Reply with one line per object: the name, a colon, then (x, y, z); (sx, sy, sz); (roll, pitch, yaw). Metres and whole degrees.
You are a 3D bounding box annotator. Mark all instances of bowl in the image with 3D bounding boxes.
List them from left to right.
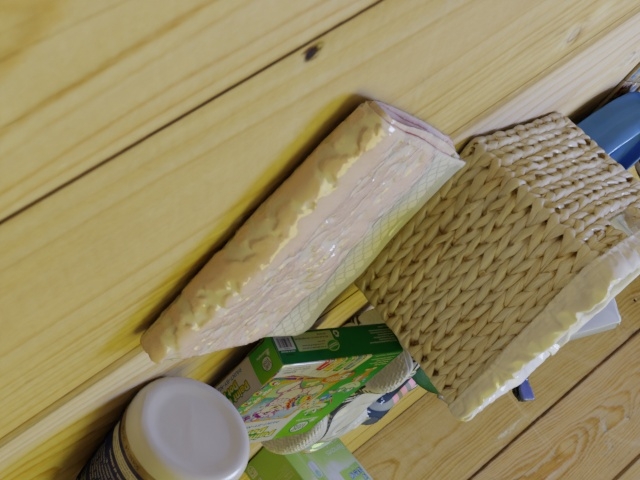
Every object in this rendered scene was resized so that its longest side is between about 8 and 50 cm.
bowl: (0.442, -0.113, 1.575); (0.391, 0.077, 0.391); (-35, 165, -10)

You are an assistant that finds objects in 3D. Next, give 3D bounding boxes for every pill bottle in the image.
pill bottle: (-0.209, 0.296, 1.072); (0.153, 0.153, 0.265); (-18, 152, -53)

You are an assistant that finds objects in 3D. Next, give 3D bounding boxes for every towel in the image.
towel: (0.000, 0.000, 0.956); (0.332, 0.053, 0.317); (-47, 163, 16)

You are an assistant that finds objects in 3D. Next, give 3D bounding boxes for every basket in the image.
basket: (0.286, 0.024, 1.275); (0.328, 0.266, 0.331); (-21, 155, -50)

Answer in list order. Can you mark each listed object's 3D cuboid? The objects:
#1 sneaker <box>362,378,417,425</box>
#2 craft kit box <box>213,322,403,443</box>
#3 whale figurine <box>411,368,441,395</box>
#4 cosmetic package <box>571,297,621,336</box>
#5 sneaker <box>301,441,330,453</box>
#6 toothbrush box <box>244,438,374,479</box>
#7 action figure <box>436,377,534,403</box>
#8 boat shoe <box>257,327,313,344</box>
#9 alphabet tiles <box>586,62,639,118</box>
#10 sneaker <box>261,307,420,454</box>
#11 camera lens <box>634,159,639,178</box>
sneaker: (0.160, 0.308, 2.035); (0.319, 0.112, 0.131); (-28, 155, -55)
craft kit box: (-0.044, 0.210, 1.269); (0.250, 0.061, 0.246); (1, 145, -46)
whale figurine: (0.234, 0.162, 1.713); (0.216, 0.141, 0.272); (125, -20, -50)
cosmetic package: (0.491, 0.180, 2.089); (0.385, 0.156, 0.217); (-19, 167, 10)
sneaker: (0.042, 0.308, 1.765); (0.256, 0.094, 0.151); (-45, 172, -23)
toothbrush box: (0.000, 0.549, 1.966); (0.122, 0.283, 0.206); (-48, 161, 26)
action figure: (0.309, 0.212, 1.868); (0.178, 0.341, 0.330); (8, 133, -23)
boat shoe: (-0.053, 0.145, 1.243); (0.100, 0.035, 0.035); (-21, 161, -42)
alphabet tiles: (0.510, -0.224, 1.591); (0.237, 0.009, 0.198); (-50, 162, 27)
sneaker: (0.058, 0.240, 1.571); (0.366, 0.137, 0.210); (-37, 165, 5)
camera lens: (0.776, -0.193, 1.888); (0.219, 0.219, 0.274); (-45, 163, 14)
